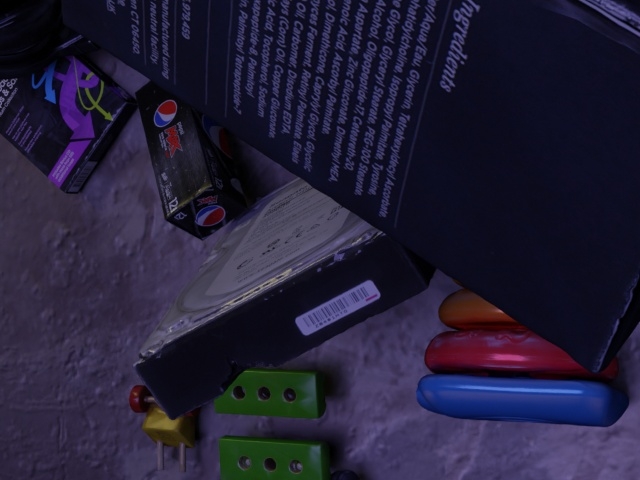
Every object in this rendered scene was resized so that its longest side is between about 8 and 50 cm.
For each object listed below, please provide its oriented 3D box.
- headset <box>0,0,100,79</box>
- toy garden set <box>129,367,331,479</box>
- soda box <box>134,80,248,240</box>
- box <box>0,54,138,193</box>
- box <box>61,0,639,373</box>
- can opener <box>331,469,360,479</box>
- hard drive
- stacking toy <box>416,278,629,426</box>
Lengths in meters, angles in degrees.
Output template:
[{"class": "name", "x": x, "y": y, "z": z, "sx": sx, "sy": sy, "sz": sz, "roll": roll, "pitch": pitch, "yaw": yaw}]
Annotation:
[{"class": "headset", "x": -0.339, "y": -0.228, "z": 1.315, "sx": 0.394, "sy": 0.243, "sz": 0.185, "roll": -5, "pitch": 59, "yaw": 26}, {"class": "toy garden set", "x": -0.078, "y": 0.238, "z": 1.371, "sx": 0.204, "sy": 0.049, "sz": 0.244, "roll": 0, "pitch": 97, "yaw": 25}, {"class": "soda box", "x": -0.121, "y": -0.085, "z": 1.323, "sx": 0.060, "sy": 0.053, "sz": 0.169, "roll": -35, "pitch": 49, "yaw": 20}, {"class": "box", "x": -0.275, "y": -0.141, "z": 1.435, "sx": 0.162, "sy": 0.029, "sz": 0.116, "roll": 41, "pitch": 106, "yaw": 17}, {"class": "box", "x": 0.146, "y": -0.257, "z": 0.994, "sx": 0.472, "sy": 0.480, "sz": 0.297, "roll": 33, "pitch": 146, "yaw": 18}, {"class": "can opener", "x": 0.047, "y": 0.302, "z": 1.328, "sx": 0.059, "sy": 0.073, "sz": 0.186, "roll": -39, "pitch": 72, "yaw": 59}, {"class": "hard drive", "x": 0.000, "y": 0.000, "z": 1.170, "sx": 0.237, "sy": 0.339, "sz": 0.064, "roll": -28, "pitch": 102, "yaw": 22}, {"class": "stacking toy", "x": 0.176, "y": 0.003, "z": 1.215, "sx": 0.166, "sy": 0.175, "sz": 0.301, "roll": 1, "pitch": 82, "yaw": 19}]
